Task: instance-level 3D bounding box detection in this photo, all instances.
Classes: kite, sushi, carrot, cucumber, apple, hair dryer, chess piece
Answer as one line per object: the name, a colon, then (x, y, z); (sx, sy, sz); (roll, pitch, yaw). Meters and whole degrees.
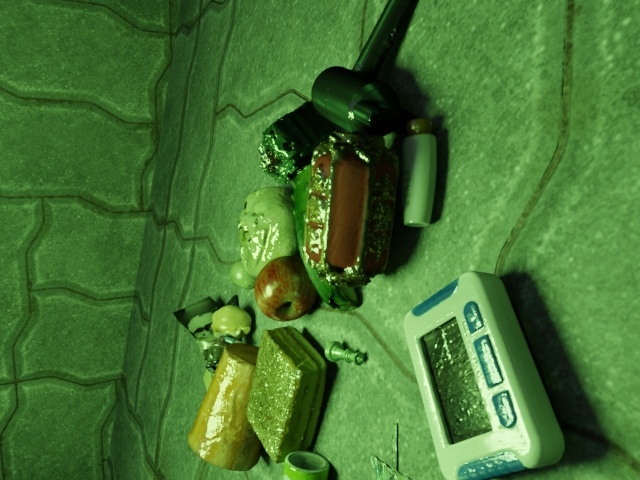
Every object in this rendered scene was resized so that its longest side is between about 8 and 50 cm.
kite: (0.128, 0.390, 0.831); (0.137, 0.005, 0.152); (4, 86, 56)
sushi: (-0.335, 0.297, 1.510); (0.273, 0.134, 0.109); (34, 138, 45)
carrot: (-0.199, 0.407, 1.225); (0.196, 0.196, 0.254); (21, 92, 58)
cucumber: (-0.003, 0.001, 1.050); (0.145, 0.105, 0.325); (-40, 53, 47)
apple: (-0.077, 0.104, 1.110); (0.146, 0.146, 0.131); (-53, 36, 39)
hair dryer: (0.123, -0.343, 0.932); (0.244, 0.116, 0.302); (44, 113, 50)
chess piece: (0.052, 0.225, 0.967); (0.093, 0.042, 0.042); (1, 84, 51)

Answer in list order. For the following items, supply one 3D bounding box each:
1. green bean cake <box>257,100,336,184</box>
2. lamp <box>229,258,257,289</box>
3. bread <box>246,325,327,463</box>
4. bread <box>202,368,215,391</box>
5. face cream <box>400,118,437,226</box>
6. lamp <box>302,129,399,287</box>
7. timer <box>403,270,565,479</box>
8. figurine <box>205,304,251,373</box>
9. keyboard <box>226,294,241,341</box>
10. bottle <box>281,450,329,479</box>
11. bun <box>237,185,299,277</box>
green bean cake: (-0.079, -0.202, 1.133); (0.107, 0.193, 0.208); (46, 137, -3)
lamp: (-0.192, 0.054, 1.370); (0.091, 0.091, 0.163); (15, 82, 59)
bread: (-0.073, 0.333, 1.083); (0.184, 0.111, 0.234); (34, 114, 53)
bread: (-0.342, 0.470, 1.563); (0.068, 0.028, 0.153); (-63, 37, 28)
face cream: (0.168, -0.116, 0.840); (0.072, 0.051, 0.182); (-11, 75, 61)
lamp: (0.056, -0.056, 0.879); (0.177, 0.177, 0.274); (24, 114, 58)
timer: (0.213, 0.185, 0.672); (0.178, 0.078, 0.253); (-47, 44, 46)
figurine: (-0.255, 0.269, 1.355); (0.114, 0.108, 0.196); (-43, 28, 37)
keyboard: (-0.261, 0.292, 1.482); (0.087, 0.017, 0.250); (-43, 48, 48)
bottle: (-0.050, 0.607, 0.990); (0.093, 0.093, 0.330); (9, 90, 59)
bun: (-0.133, -0.025, 1.224); (0.239, 0.141, 0.239); (-18, 69, 59)
